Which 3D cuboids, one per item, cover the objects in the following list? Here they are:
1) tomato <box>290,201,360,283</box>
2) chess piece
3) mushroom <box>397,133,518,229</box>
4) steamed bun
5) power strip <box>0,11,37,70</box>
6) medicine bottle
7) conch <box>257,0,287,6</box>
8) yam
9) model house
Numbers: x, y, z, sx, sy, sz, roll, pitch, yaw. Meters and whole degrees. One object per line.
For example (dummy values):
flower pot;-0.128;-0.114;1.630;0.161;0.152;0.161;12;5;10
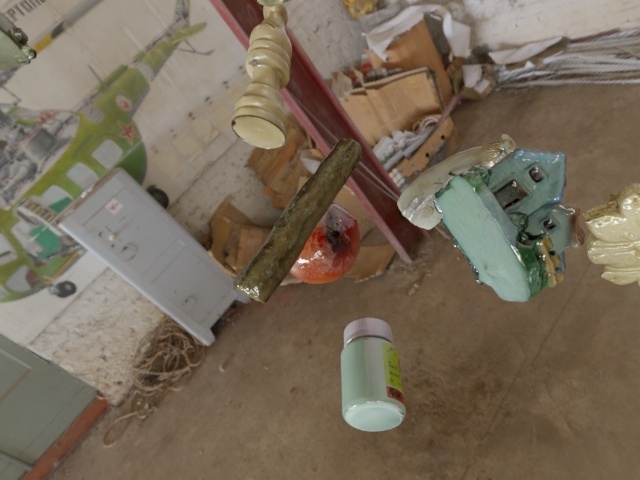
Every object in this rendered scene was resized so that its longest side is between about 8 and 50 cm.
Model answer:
tomato;0.000;0.000;1.060;0.184;0.208;0.208;-37;24;43
chess piece;-0.111;-0.371;0.942;0.124;0.138;0.308;-4;74;45
mushroom;0.244;-0.109;0.779;0.223;0.081;0.092;-35;59;24
steamed bun;0.769;-0.023;1.007;0.295;0.292;0.137;25;49;23
power strip;-0.582;-0.271;0.643;0.285;0.080;0.048;-18;72;-6
medicine bottle;0.116;0.305;1.004;0.139;0.139;0.225;-26;37;22
conch;0.018;-0.503;0.640;0.324;0.186;0.263;-19;10;26
yam;-0.027;-0.033;0.623;0.061;0.061;0.274;11;64;54
model house;0.220;-0.034;0.455;0.148;0.148;0.119;-33;-9;-8
